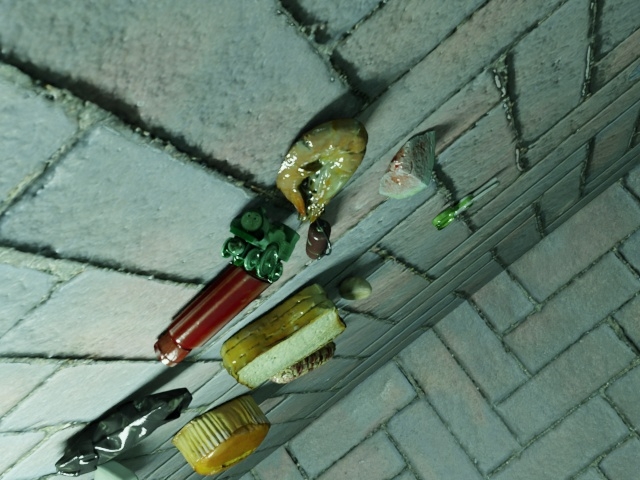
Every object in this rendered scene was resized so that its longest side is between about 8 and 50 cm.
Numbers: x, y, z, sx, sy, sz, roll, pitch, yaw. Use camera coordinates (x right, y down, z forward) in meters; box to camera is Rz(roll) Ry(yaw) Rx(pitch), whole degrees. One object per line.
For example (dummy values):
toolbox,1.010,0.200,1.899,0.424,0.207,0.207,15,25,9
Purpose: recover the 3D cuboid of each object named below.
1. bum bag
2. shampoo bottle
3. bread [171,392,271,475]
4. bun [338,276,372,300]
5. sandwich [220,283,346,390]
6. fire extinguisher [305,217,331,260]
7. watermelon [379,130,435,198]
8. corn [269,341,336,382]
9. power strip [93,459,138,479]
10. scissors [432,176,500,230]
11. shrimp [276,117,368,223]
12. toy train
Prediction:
bum bag,-0.430,0.409,1.641,0.340,0.095,0.144,-30,166,3
shampoo bottle,-0.205,0.135,1.422,0.260,0.064,0.102,-42,154,16
bread,-0.282,0.581,2.247,0.288,0.156,0.204,-8,144,-54
bun,0.086,0.118,1.942,0.086,0.055,0.086,-7,160,-3
sandwich,-0.090,0.234,1.836,0.301,0.099,0.271,-32,157,-5
fire extinguisher,0.000,0.000,1.461,0.045,0.078,0.157,-27,165,-14
watermelon,0.167,-0.134,1.485,0.094,0.081,0.180,-1,143,-18
corn,-0.051,0.329,2.154,0.098,0.098,0.289,-47,163,28
power strip,-0.548,0.692,1.972,0.059,0.193,0.265,-18,118,-50
scissors,0.382,-0.098,2.006,0.204,0.027,0.101,-38,165,9
shrimp,-0.008,-0.100,1.218,0.145,0.061,0.267,-19,159,-23
toy train,-0.099,0.007,1.280,0.105,0.071,0.178,-62,158,-4
